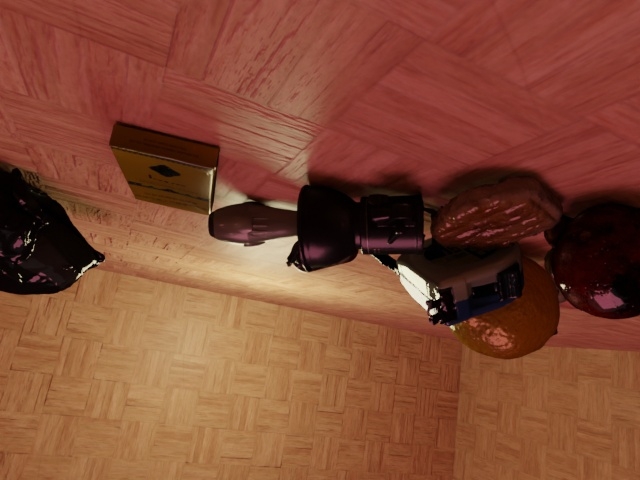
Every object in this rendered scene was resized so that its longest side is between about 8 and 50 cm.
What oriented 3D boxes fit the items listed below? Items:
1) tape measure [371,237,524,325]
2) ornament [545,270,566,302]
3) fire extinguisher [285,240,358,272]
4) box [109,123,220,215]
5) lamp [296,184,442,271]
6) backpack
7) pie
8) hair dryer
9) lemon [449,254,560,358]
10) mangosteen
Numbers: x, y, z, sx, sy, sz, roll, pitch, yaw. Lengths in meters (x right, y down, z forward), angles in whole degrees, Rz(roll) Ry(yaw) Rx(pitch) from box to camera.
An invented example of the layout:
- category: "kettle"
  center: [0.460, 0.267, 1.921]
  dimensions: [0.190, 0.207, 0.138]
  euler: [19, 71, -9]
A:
- category: "tape measure"
  center: [0.230, 0.040, 0.867]
  dimensions: [0.215, 0.098, 0.351]
  euler: [-17, -160, -8]
- category: "ornament"
  center: [0.525, 0.109, 1.094]
  dimensions: [0.156, 0.081, 0.075]
  euler: [5, -161, 27]
- category: "fire extinguisher"
  center: [0.004, 0.017, 0.923]
  dimensions: [0.099, 0.071, 0.231]
  euler: [-43, 161, 28]
- category: "box"
  center: [-0.261, -0.109, 0.781]
  dimensions: [0.153, 0.041, 0.279]
  euler: [13, 165, -12]
- category: "lamp"
  center: [0.086, -0.026, 0.733]
  dimensions: [0.227, 0.147, 0.172]
  euler: [-2, 166, 11]
- category: "backpack"
  center: [-0.749, -0.013, 1.055]
  dimensions: [0.363, 0.255, 0.446]
  euler: [3, 151, 19]
- category: "pie"
  center: [0.258, -0.031, 0.674]
  dimensions: [0.195, 0.046, 0.195]
  euler: [-5, 155, -2]
- category: "hair dryer"
  center: [-0.087, -0.030, 0.970]
  dimensions: [0.229, 0.093, 0.267]
  euler: [-2, 177, 16]
- category: "lemon"
  center: [0.379, 0.134, 0.954]
  dimensions: [0.253, 0.229, 0.228]
  euler: [19, 163, -36]
- category: "mangosteen"
  center: [0.415, 0.029, 0.665]
  dimensions: [0.166, 0.166, 0.180]
  euler: [12, -177, -12]
